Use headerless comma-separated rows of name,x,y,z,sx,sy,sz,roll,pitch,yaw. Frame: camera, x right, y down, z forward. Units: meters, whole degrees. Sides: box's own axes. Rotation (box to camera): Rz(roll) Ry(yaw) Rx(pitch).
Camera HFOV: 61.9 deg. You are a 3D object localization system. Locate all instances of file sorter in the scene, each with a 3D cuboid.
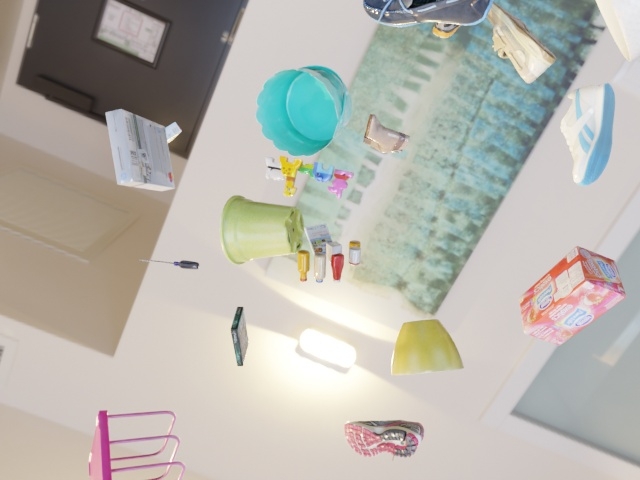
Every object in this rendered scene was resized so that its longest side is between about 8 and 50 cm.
file sorter,-0.405,0.554,1.191,0.183,0.202,0.290,4,-144,-28

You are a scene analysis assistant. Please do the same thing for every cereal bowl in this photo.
cereal bowl,0.594,-0.529,1.017,0.339,0.141,0.338,36,-139,-40

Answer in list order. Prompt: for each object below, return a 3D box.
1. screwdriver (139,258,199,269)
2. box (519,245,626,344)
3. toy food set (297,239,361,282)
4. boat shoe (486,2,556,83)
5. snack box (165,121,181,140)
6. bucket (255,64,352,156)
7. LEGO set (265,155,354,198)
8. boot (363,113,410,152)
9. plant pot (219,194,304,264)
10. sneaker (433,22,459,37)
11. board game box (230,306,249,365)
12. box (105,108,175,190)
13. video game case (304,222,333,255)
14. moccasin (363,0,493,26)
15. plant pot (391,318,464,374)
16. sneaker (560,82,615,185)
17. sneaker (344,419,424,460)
screwdriver,-0.397,0.058,1.404,0.170,0.024,0.025,7,-158,17
box,0.661,0.153,1.424,0.123,0.256,0.128,21,-135,-9
toy food set,0.044,0.076,1.768,0.233,0.104,0.111,-12,-154,-30
boat shoe,0.519,-0.552,1.470,0.109,0.098,0.302,5,-133,-39
snack box,-0.497,-0.297,1.613,0.141,0.100,0.037,-42,-76,-31
bucket,-0.042,-0.414,1.685,0.281,0.281,0.183,29,-149,10
LEGO set,-0.043,-0.146,1.311,0.228,0.093,0.087,12,180,12
boot,0.131,-0.206,1.042,0.087,0.041,0.118,13,169,1
plant pot,-0.209,-0.040,2.061,0.254,0.275,0.276,1,-170,21
sneaker,0.433,-0.728,1.684,0.084,0.214,0.083,28,153,19
board game box,-0.297,0.355,1.977,0.026,0.186,0.126,0,-147,4
box,-0.371,-0.182,1.117,0.038,0.145,0.186,-10,180,11
video game case,0.000,0.000,1.907,0.087,0.011,0.121,-11,-111,-25
moccasin,0.246,-0.604,1.292,0.342,0.137,0.117,13,173,35
plant pot,0.196,0.200,1.010,0.135,0.095,0.134,-6,167,-1
sneaker,0.596,-0.235,1.204,0.088,0.228,0.092,12,177,-41
sneaker,0.215,0.675,1.843,0.300,0.120,0.112,-6,-169,35
